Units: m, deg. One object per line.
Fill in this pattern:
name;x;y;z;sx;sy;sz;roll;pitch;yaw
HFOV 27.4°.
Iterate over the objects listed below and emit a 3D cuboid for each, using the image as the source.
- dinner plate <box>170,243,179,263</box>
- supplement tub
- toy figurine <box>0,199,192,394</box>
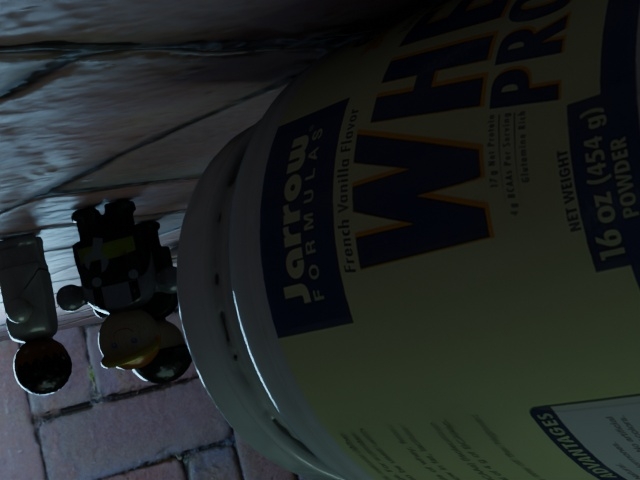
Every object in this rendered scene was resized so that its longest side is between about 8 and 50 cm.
dinner plate;-0.126;0.006;1.519;0.141;0.017;0.141;-12;177;-1
supplement tub;0.108;-0.002;0.575;0.235;0.235;0.325;-9;175;-42
toy figurine;-0.154;0.051;1.112;0.213;0.148;0.209;-16;175;41
